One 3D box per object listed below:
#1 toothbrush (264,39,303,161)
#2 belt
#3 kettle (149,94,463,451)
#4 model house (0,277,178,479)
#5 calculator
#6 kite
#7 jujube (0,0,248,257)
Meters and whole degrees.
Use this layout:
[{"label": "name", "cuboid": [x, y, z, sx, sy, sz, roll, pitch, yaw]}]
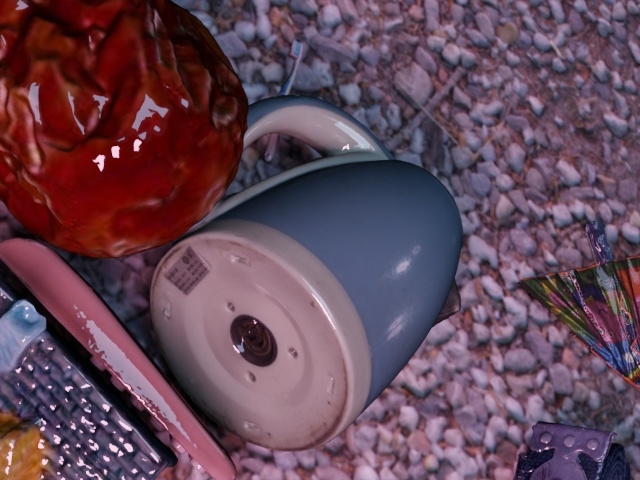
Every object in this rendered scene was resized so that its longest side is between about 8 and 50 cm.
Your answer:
[{"label": "toothbrush", "cuboid": [-0.041, -0.158, 1.925, 0.017, 0.014, 0.162, 31, 59, -35]}, {"label": "belt", "cuboid": [0.258, 0.319, 1.878, 0.122, 0.128, 0.218, 56, 46, -50]}, {"label": "kettle", "cuboid": [0.000, 0.000, 1.765, 0.319, 0.247, 0.342, 54, 46, -4]}, {"label": "model house", "cuboid": [-0.256, 0.187, 1.511, 0.261, 0.241, 0.226, 44, 52, 3]}, {"label": "calculator", "cuboid": [-0.183, 0.119, 1.623, 0.048, 0.220, 0.330, -42, 93, -7]}, {"label": "kite", "cuboid": [0.383, 0.084, 2.093, 0.321, 0.016, 0.234, -11, 79, -33]}, {"label": "jujube", "cuboid": [-0.224, -0.152, 1.624, 0.276, 0.276, 0.377, -2, 51, -32]}]
